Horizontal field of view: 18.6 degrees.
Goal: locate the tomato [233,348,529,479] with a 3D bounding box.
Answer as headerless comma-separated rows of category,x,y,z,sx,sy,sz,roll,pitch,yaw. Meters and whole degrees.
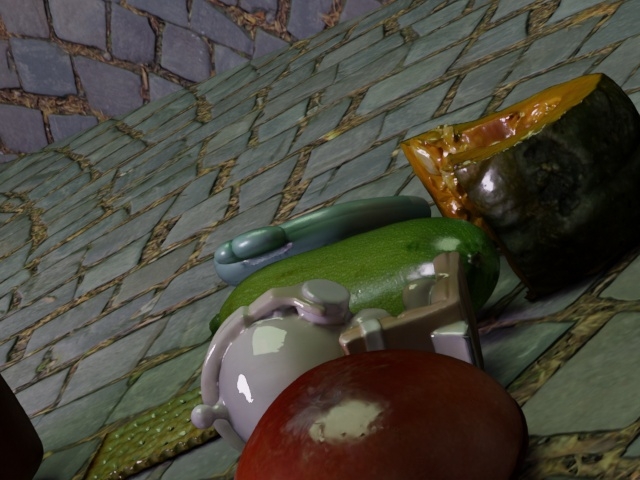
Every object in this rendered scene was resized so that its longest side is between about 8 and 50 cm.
tomato,0.020,0.141,1.351,0.228,0.112,0.199,-42,34,-19

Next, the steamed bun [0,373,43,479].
steamed bun,-0.455,0.236,1.828,0.379,0.235,0.248,-33,12,-9

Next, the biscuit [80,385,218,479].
biscuit,-0.134,0.173,1.842,0.203,0.016,0.144,-27,15,17

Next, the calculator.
calculator,0.000,0.000,1.920,0.184,0.042,0.295,-22,-7,32

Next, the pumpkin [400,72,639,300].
pumpkin,0.161,-0.036,1.716,0.280,0.139,0.190,-20,17,42

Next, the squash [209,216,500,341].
squash,0.029,0.050,1.746,0.395,0.107,0.107,-19,18,50

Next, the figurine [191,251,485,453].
figurine,0.013,0.097,1.523,0.237,0.162,0.141,-18,25,2
